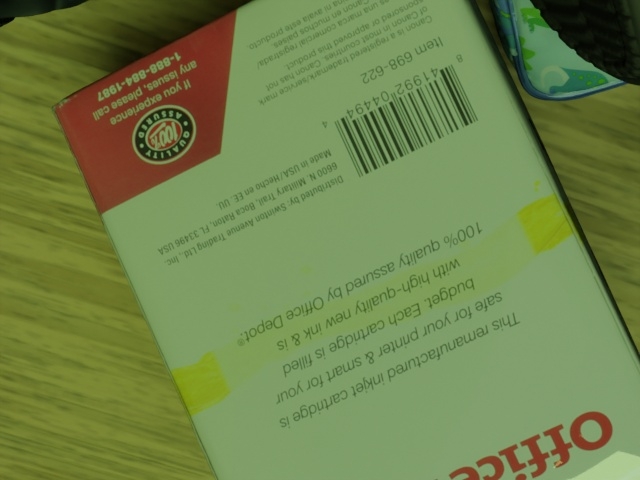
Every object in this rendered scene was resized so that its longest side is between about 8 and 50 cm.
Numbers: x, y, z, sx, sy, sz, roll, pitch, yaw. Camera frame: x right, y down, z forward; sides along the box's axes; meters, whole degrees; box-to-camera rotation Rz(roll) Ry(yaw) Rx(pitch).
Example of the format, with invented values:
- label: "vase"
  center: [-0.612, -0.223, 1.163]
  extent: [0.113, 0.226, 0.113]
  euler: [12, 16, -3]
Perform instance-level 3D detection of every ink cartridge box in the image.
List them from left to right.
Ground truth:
- label: "ink cartridge box"
  center: [0.036, 0.027, 1.082]
  extent: [0.279, 0.160, 0.384]
  euler: [-25, 83, 10]

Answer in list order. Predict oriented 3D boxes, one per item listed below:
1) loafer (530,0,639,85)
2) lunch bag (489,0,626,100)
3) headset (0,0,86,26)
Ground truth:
- label: "loafer"
  center: [0.173, -0.264, 0.947]
  extent: [0.130, 0.134, 0.366]
  euler: [-27, 118, -16]
- label: "lunch bag"
  center: [0.194, -0.216, 1.098]
  extent: [0.176, 0.090, 0.219]
  euler: [-14, 119, 2]
- label: "headset"
  center: [-0.269, -0.250, 1.061]
  extent: [0.394, 0.185, 0.243]
  euler: [-26, 114, -6]
